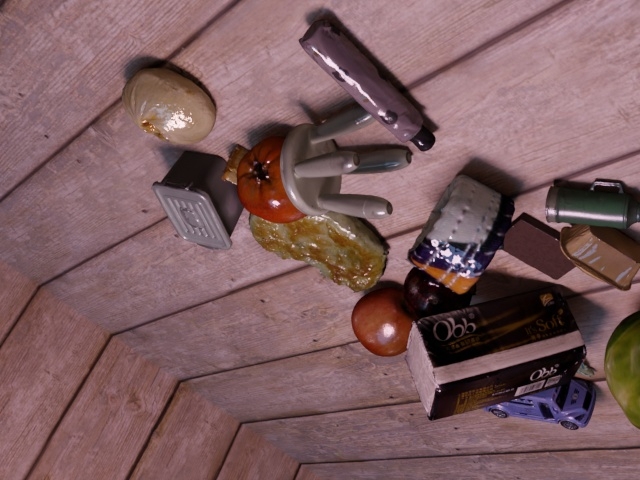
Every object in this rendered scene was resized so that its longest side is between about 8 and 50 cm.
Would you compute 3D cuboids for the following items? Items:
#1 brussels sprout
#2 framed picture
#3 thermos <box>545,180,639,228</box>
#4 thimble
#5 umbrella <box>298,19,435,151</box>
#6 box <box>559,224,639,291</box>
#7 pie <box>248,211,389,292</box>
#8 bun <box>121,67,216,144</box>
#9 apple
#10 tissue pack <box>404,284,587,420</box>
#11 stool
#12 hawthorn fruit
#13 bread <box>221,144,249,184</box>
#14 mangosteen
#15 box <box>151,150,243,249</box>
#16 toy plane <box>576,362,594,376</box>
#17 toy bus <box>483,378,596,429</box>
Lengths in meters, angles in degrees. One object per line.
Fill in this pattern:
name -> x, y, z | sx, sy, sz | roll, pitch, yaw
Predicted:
brussels sprout -> 0.751, 0.276, 1.856 | 0.289, 0.281, 0.355 | -16, 159, 8
framed picture -> 0.474, 0.014, 1.899 | 0.168, 0.023, 0.128 | 29, 149, -5
thermos -> 0.534, -0.066, 1.695 | 0.187, 0.083, 0.073 | 7, 167, 26
thimble -> 0.289, -0.016, 1.810 | 0.150, 0.237, 0.237 | 31, 149, -1
umbrella -> 0.097, -0.285, 1.671 | 0.073, 0.067, 0.337 | -43, 114, 13
box -> 0.565, 0.028, 1.778 | 0.177, 0.111, 0.111 | 30, 149, -6
pie -> 0.000, 0.000, 2.176 | 0.371, 0.078, 0.296 | 29, 150, -9
bun -> -0.345, -0.279, 1.949 | 0.222, 0.127, 0.222 | 16, 148, 10
apple -> 0.173, 0.207, 2.276 | 0.181, 0.181, 0.168 | 33, 126, -13
tissue pack -> 0.399, 0.259, 2.004 | 0.370, 0.198, 0.210 | -12, 144, -10
stool -> 0.051, -0.153, 1.795 | 0.198, 0.195, 0.195 | -5, 138, 34
hawthorn fruit -> -0.078, -0.126, 1.968 | 0.196, 0.197, 0.225 | 5, 169, 30
bread -> -0.187, -0.152, 2.053 | 0.084, 0.109, 0.080 | 26, 147, -9
mangosteen -> 0.276, 0.107, 2.067 | 0.172, 0.172, 0.184 | 13, 132, 21
box -> -0.289, -0.103, 2.173 | 0.163, 0.135, 0.243 | 11, 147, 25
toy plane -> 0.654, 0.322, 2.228 | 0.083, 0.033, 0.080 | 19, 149, -2
toy bus -> 0.565, 0.399, 2.321 | 0.292, 0.125, 0.133 | 3, 143, 35
